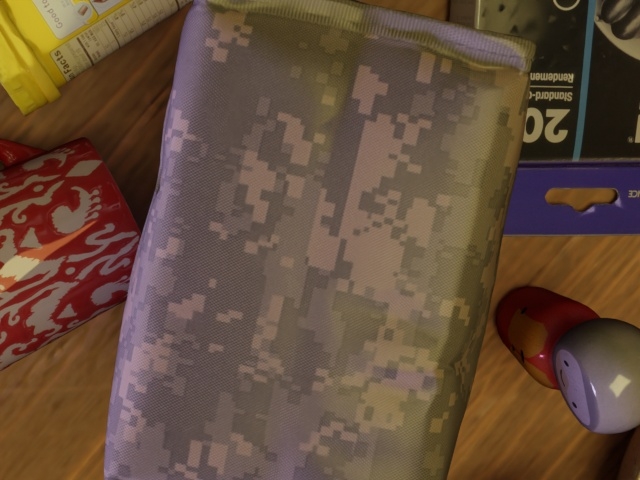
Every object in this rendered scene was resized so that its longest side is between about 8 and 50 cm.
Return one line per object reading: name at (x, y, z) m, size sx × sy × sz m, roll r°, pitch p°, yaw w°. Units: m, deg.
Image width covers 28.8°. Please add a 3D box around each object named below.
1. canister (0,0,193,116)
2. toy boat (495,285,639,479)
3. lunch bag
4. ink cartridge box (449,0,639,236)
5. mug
canister at (-0.122, -0.164, 0.664) m, size 0.170 × 0.073 × 0.126 m, roll -34°, pitch 109°, yaw -7°
toy boat at (0.255, 0.129, 0.806) m, size 0.318 × 0.148 × 0.267 m, roll 30°, pitch 94°, yaw -21°
lunch bag at (0.000, 0.000, 0.639) m, size 0.169 × 0.287 × 0.235 m, roll 12°, pitch 96°, yaw 2°
ink cartridge box at (0.180, -0.098, 0.784) m, size 0.206 × 0.045 × 0.208 m, roll -2°, pitch 105°, yaw -16°
mug at (-0.190, 0.004, 0.668) m, size 0.169 × 0.113 × 0.150 m, roll -26°, pitch 111°, yaw -12°
